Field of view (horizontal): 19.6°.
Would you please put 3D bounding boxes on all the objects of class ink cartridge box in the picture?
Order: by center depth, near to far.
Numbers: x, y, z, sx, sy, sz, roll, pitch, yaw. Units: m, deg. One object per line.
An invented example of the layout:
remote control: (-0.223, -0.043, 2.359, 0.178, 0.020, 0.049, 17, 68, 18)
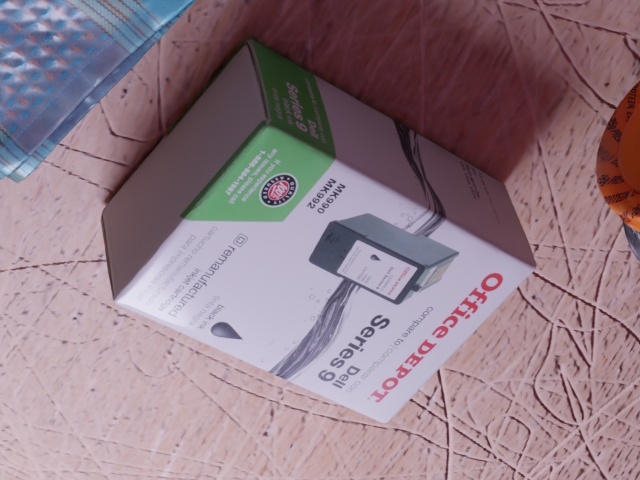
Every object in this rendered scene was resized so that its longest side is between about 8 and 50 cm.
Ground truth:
ink cartridge box: (0.000, 0.000, 1.518, 0.289, 0.121, 0.211, 26, 119, -30)

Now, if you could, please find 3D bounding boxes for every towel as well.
towel: (-0.277, -0.216, 1.333, 0.271, 0.040, 0.370, -42, 125, 19)

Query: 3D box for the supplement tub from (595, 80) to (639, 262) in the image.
supplement tub: (0.395, -0.007, 1.552, 0.207, 0.207, 0.338, -41, 126, 20)
